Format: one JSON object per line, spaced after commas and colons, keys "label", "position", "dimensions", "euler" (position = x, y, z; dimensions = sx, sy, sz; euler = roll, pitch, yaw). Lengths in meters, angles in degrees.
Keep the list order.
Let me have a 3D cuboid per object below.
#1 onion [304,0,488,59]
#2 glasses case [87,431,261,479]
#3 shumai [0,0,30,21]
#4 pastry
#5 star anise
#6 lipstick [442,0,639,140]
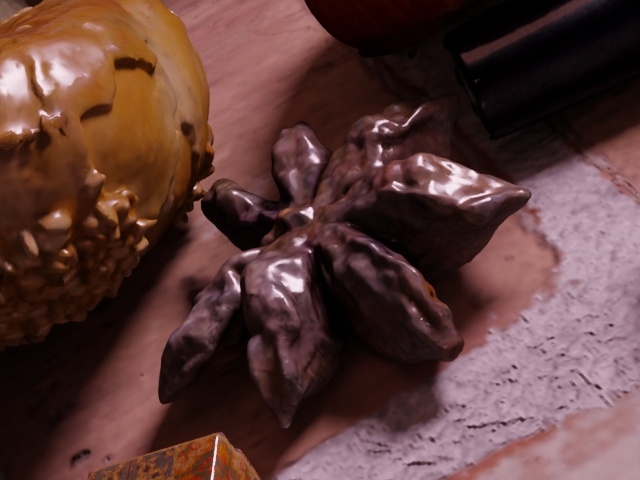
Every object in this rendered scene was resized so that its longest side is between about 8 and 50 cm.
{"label": "onion", "position": [0.085, -0.205, 0.896], "dimensions": [0.248, 0.161, 0.248], "euler": [-45, -3, -3]}
{"label": "glasses case", "position": [-0.071, 0.185, 0.649], "dimensions": [0.075, 0.049, 0.218], "euler": [-20, 38, 20]}
{"label": "shumai", "position": [-0.290, -0.114, 1.070], "dimensions": [0.120, 0.201, 0.201], "euler": [-55, 22, 36]}
{"label": "pastry", "position": [-0.178, -0.027, 0.848], "dimensions": [0.255, 0.162, 0.311], "euler": [-24, 17, 20]}
{"label": "star anise", "position": [0.014, 0.000, 0.793], "dimensions": [0.197, 0.073, 0.212], "euler": [-12, 42, 22]}
{"label": "lipstick", "position": [0.264, -0.172, 0.846], "dimensions": [0.418, 0.077, 0.077], "euler": [-26, 38, -1]}
